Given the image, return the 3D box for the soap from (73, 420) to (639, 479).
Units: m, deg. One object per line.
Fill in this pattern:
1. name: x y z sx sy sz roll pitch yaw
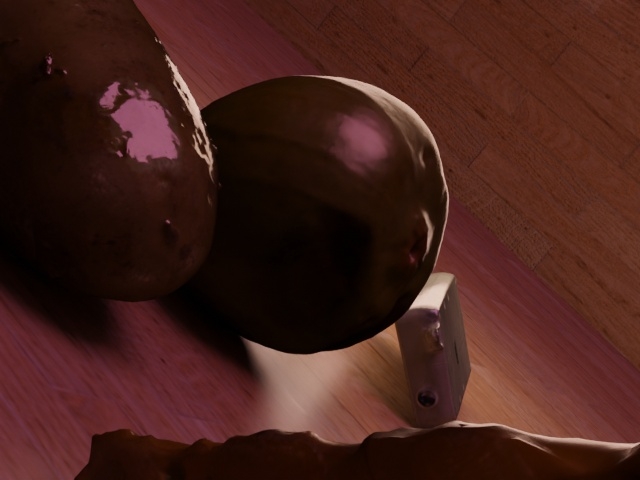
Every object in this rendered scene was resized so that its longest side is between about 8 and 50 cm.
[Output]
1. soap: 0.058 0.130 0.775 0.169 0.304 0.339 34 12 -42

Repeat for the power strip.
1. power strip: 0.114 0.105 1.597 0.270 0.046 0.118 -40 121 -79

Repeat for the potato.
1. potato: -0.178 -0.077 1.166 0.173 0.210 0.307 -14 46 -23

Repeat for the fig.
1. fig: -0.032 -0.033 1.350 0.271 0.239 0.239 20 3 24
